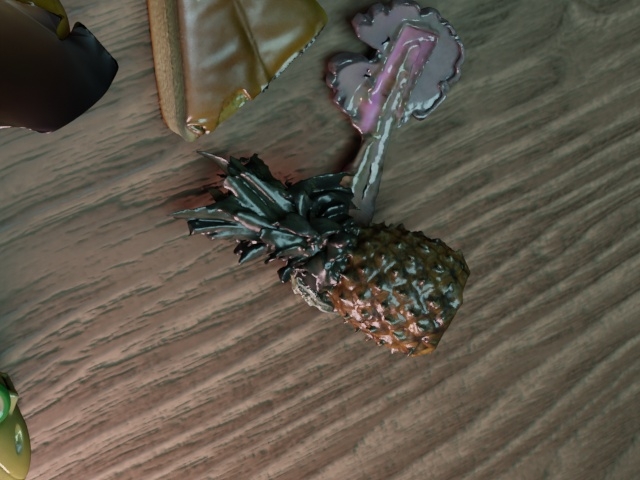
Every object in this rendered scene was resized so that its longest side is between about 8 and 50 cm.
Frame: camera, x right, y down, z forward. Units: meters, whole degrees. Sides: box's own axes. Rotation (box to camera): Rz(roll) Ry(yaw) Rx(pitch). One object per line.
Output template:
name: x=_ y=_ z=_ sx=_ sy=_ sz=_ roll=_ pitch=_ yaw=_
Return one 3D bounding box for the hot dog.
hot dog: x=-0.372 y=-0.249 z=1.413 sx=0.194 sy=0.107 sz=0.326 roll=-40 pitch=119 yaw=10

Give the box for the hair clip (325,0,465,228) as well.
hair clip: x=0.074 y=-0.154 z=1.721 sx=0.173 sy=0.069 sz=0.300 roll=14 pitch=101 yaw=-32

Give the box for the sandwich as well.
sandwich: x=-0.133 y=-0.246 z=1.552 sx=0.220 sy=0.108 sz=0.186 roll=-46 pitch=123 yaw=-3

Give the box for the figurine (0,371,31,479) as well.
figurine: x=-0.478 y=0.216 z=1.529 sx=0.324 sy=0.124 sz=0.222 roll=19 pitch=101 yaw=-30

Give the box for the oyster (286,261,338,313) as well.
oyster: x=0.005 y=0.030 z=1.762 sx=0.125 sy=0.064 sz=0.177 roll=-31 pitch=111 yaw=-32

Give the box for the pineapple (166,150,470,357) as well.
pineapple: x=0.002 y=-0.003 z=1.633 sx=0.364 sy=0.165 sz=0.165 roll=31 pitch=92 yaw=-8
